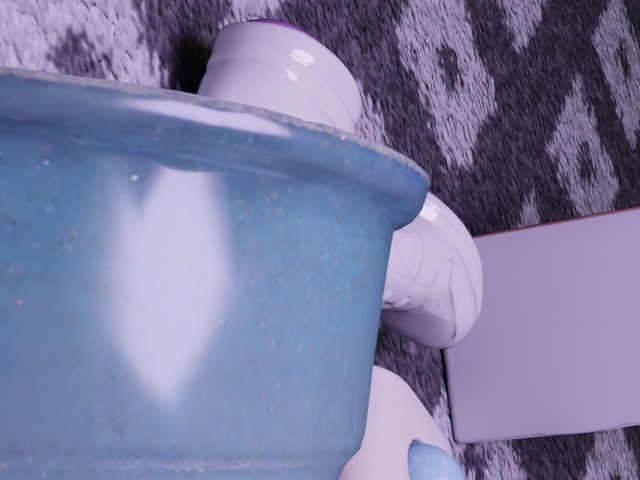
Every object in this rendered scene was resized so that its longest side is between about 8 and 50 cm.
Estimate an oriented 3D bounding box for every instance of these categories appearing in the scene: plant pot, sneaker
[{"bbox_3d":[-0.144,0.141,0.462,0.341,0.341,0.334,13,78,-60],"label":"plant pot"},{"bbox_3d":[0.000,0.000,1.010,0.305,0.114,0.152,48,54,-39],"label":"sneaker"}]

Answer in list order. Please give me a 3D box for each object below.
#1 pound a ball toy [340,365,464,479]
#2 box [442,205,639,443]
[{"bbox_3d":[0.003,0.207,0.837,0.208,0.135,0.319,55,26,-39],"label":"pound a ball toy"},{"bbox_3d":[0.268,0.069,1.348,0.345,0.215,0.168,1,80,-63],"label":"box"}]
